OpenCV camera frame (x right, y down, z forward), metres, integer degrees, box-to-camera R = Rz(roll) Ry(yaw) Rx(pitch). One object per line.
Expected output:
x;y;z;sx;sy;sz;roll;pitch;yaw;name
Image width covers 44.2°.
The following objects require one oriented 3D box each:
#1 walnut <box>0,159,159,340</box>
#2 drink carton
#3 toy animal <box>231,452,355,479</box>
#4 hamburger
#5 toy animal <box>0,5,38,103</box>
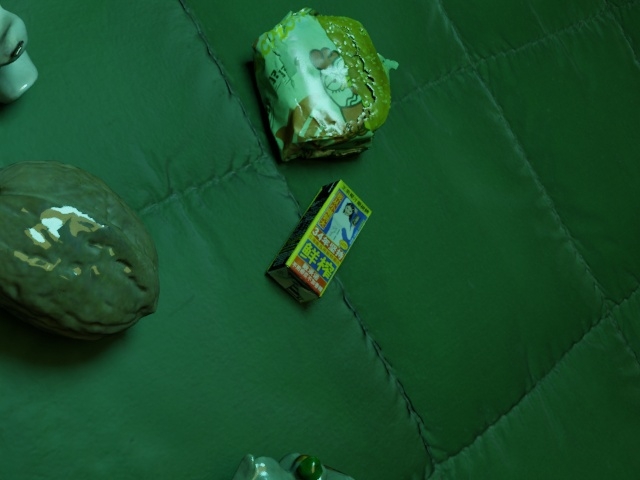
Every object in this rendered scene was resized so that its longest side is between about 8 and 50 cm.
-0.269;0.014;0.839;0.230;0.178;0.178;38;57;-23;walnut
0.000;0.000;1.081;0.071;0.056;0.166;47;55;-21;drink carton
-0.016;0.316;0.949;0.236;0.138;0.108;21;20;-51;toy animal
0.024;-0.228;1.127;0.235;0.125;0.214;-9;89;-21;hamburger
-0.452;-0.271;0.810;0.310;0.183;0.247;-5;82;-39;toy animal
